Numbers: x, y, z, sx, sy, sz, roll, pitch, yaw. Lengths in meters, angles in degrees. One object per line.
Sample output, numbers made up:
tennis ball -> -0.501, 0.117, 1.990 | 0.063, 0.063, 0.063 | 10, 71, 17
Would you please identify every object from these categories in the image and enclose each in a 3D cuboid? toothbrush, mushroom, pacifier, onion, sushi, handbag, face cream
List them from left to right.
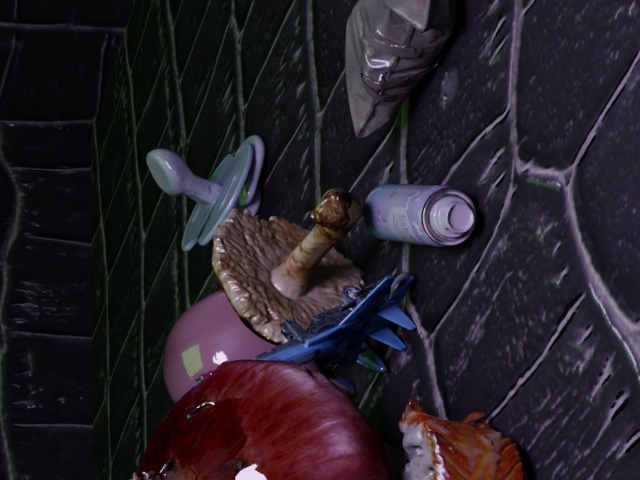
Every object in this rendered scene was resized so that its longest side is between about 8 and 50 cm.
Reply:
pacifier -> -0.212, -0.103, 2.643 | 0.227, 0.207, 0.279 | -69, 16, -13
onion -> -0.092, 0.297, 1.610 | 0.347, 0.285, 0.347 | -9, 77, 44
mushroom -> 0.006, 0.033, 1.976 | 0.302, 0.233, 0.208 | -12, 99, 46
toothbrush -> 0.019, 0.120, 2.136 | 0.035, 0.042, 0.413 | 63, 171, -20
handbag -> 0.098, -0.258, 1.903 | 0.270, 0.117, 0.182 | 121, 163, -51
face cream -> 0.122, -0.031, 1.815 | 0.229, 0.075, 0.075 | -174, 91, -72
sushi -> 0.146, 0.314, 1.545 | 0.130, 0.124, 0.332 | 131, 143, -60

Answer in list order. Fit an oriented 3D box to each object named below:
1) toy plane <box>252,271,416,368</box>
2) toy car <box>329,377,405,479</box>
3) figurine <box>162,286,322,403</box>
toy plane -> 0.011, 0.113, 1.867 | 0.078, 0.246, 0.169 | 56, 141, 32
toy car -> 0.008, 0.360, 1.872 | 0.242, 0.226, 0.336 | 44, 111, 46
figurine -> -0.127, 0.165, 2.202 | 0.269, 0.211, 0.261 | 115, 144, -62
